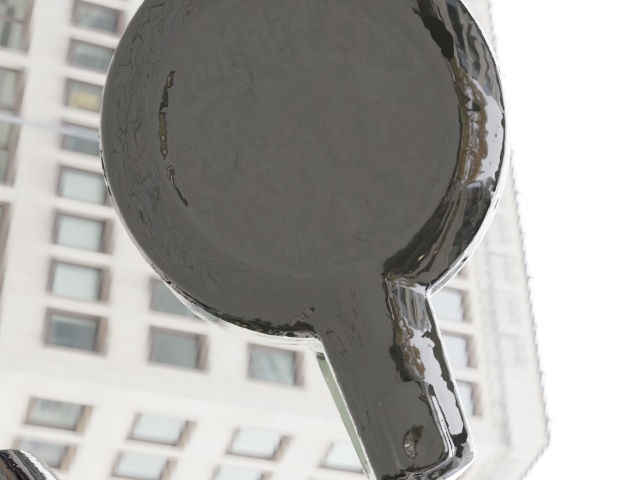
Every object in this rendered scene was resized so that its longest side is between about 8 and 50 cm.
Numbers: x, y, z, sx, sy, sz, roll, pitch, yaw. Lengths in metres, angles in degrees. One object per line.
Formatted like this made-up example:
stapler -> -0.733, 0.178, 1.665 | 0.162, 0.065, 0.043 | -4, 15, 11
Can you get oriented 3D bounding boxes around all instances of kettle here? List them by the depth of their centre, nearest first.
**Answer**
kettle -> 0.000, 0.000, 0.906 | 0.377, 0.250, 0.361 | 133, -59, -86

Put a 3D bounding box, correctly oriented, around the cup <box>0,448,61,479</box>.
cup -> -0.325, 0.313, 1.372 | 0.177, 0.239, 0.166 | 43, -62, 41
